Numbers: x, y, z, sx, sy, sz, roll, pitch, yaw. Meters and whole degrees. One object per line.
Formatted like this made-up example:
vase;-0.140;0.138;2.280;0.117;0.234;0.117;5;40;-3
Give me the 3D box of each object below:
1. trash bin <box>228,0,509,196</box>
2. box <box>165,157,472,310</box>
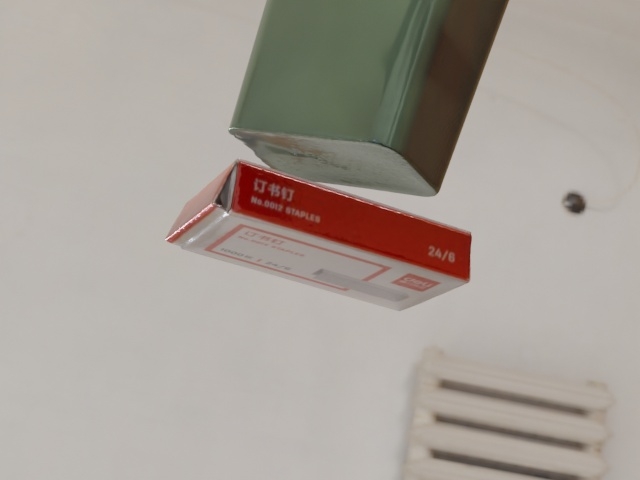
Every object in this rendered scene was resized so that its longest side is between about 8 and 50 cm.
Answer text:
trash bin;0.059;-0.234;1.119;0.158;0.223;0.343;39;-114;-53
box;0.000;-0.001;0.924;0.123;0.230;0.050;-32;46;59
